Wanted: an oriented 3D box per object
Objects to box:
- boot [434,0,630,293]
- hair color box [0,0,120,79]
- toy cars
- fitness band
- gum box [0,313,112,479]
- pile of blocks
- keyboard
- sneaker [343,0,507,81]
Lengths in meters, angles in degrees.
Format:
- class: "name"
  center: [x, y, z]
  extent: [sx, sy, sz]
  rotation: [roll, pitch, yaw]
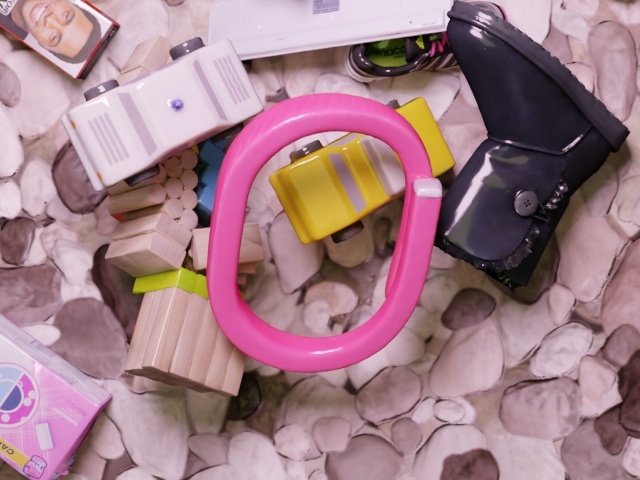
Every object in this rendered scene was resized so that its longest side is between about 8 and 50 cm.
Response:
- class: "boot"
  center: [0.165, -0.083, 1.263]
  extent: [0.246, 0.094, 0.207]
  rotation: [35, 90, -32]
- class: "hair color box"
  center: [-0.284, -0.234, 1.346]
  extent: [0.141, 0.043, 0.072]
  rotation: [34, 96, 0]
- class: "toy cars"
  center: [-0.043, -0.098, 1.255]
  extent: [0.393, 0.087, 0.177]
  rotation: [14, 82, -17]
- class: "fitness band"
  center: [0.000, 0.000, 1.236]
  extent: [0.209, 0.054, 0.291]
  rotation: [4, 122, -10]
- class: "gum box"
  center: [-0.320, 0.161, 1.375]
  extent: [0.188, 0.062, 0.107]
  rotation: [36, 97, 0]
- class: "pile of blocks"
  center: [-0.154, -0.018, 1.340]
  extent: [0.149, 0.112, 0.362]
  rotation: [-4, 86, -40]
- class: "keyboard"
  center: [0.006, -0.223, 1.301]
  extent: [0.256, 0.014, 0.072]
  rotation: [-5, 63, 18]
- class: "sneaker"
  center: [0.104, -0.197, 1.306]
  extent: [0.170, 0.075, 0.063]
  rotation: [-14, 94, 5]
